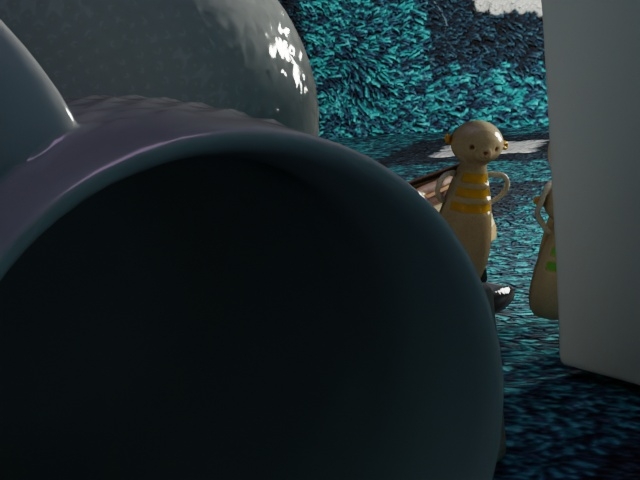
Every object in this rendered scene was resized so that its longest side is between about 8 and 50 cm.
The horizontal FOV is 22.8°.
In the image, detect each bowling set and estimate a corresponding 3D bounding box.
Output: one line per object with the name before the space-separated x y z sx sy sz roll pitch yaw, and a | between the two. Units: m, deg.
bowling set | 0.259 -0.008 1.404 0.287 0.154 0.200 1 17 -25

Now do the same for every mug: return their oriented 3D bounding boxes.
mug | -0.130 0.020 0.802 0.276 0.374 0.328 -36 24 -17

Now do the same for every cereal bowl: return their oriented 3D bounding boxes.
cereal bowl | -0.170 -0.052 1.054 0.339 0.339 0.141 -4 38 8

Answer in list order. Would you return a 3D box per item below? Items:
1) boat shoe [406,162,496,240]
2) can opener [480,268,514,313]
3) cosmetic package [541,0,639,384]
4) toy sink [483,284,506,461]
boat shoe | 0.042 -0.036 1.858 0.342 0.123 0.123 -8 9 -16
can opener | 0.098 0.053 1.461 0.186 0.059 0.073 -11 -1 -43
cosmetic package | 0.424 -0.069 1.202 0.394 0.329 0.327 -10 11 -29
toy sink | -0.011 0.101 1.022 0.153 0.131 0.234 2 12 42
